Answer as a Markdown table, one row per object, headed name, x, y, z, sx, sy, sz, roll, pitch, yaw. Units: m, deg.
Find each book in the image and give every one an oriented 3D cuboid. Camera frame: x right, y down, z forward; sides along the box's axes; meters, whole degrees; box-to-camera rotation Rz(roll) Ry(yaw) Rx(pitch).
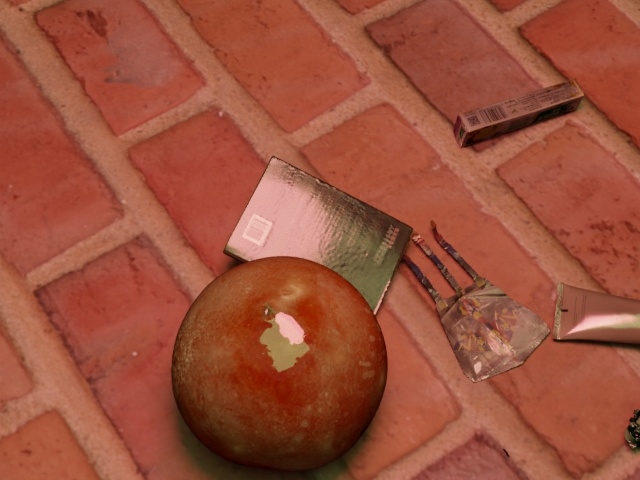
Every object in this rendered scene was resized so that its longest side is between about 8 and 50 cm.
| name | x | y | z | sx | sy | sz | roll | pitch | yaw |
| --- | --- | --- | --- | --- | --- | --- | --- | --- | --- |
| book | 0.000 | 0.000 | 1.392 | 0.228 | 0.024 | 0.160 | 27 | 73 | -2 |

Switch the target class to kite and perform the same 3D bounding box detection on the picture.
| name | x | y | z | sx | sy | sz | roll | pitch | yaw |
| --- | --- | --- | --- | --- | --- | --- | --- | --- | --- |
| kite | 0.200 | 0.079 | 1.398 | 0.141 | 0.015 | 0.245 | -29 | 68 | -19 |

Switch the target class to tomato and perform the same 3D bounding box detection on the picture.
| name | x | y | z | sx | sy | sz | roll | pitch | yaw |
| --- | --- | --- | --- | --- | --- | --- | --- | --- | --- |
| tomato | -0.051 | 0.144 | 1.234 | 0.270 | 0.222 | 0.270 | 1 | 56 | -2 |

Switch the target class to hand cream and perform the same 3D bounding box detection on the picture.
| name | x | y | z | sx | sy | sz | roll | pitch | yaw |
| --- | --- | --- | --- | --- | --- | --- | --- | --- | --- |
| hand cream | 0.415 | 0.109 | 1.371 | 0.186 | 0.054 | 0.087 | 8 | 64 | 10 |

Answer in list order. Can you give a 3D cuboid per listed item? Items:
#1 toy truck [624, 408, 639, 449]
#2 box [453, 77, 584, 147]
| name | x | y | z | sx | sy | sz | roll | pitch | yaw |
| --- | --- | --- | --- | --- | --- | --- | --- | --- | --- |
| toy truck | 0.475 | 0.248 | 1.280 | 0.154 | 0.080 | 0.078 | 29 | 36 | 15 |
| box | 0.306 | -0.197 | 1.547 | 0.207 | 0.050 | 0.041 | -19 | 66 | -13 |
